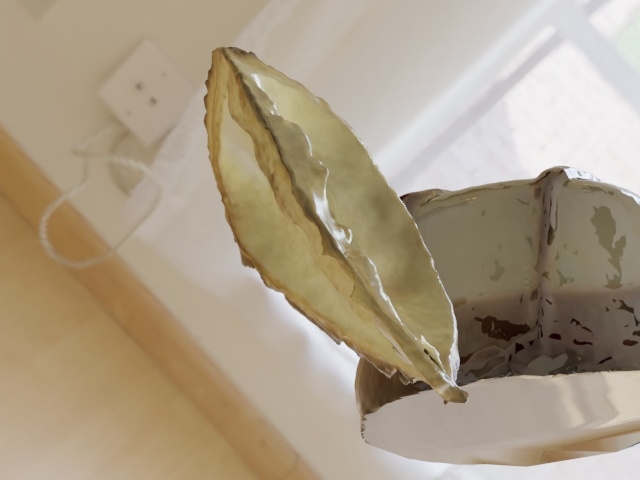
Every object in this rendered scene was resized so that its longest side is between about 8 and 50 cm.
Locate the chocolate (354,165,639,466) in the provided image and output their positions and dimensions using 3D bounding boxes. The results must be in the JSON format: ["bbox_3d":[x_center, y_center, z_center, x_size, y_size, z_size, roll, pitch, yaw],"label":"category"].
[{"bbox_3d":[0.157,0.050,1.048,0.283,0.283,0.186,21,59,-41],"label":"chocolate"}]

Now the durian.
[{"bbox_3d":[0.009,-0.006,0.412,0.052,0.066,0.130,-28,74,-19],"label":"durian"}]
